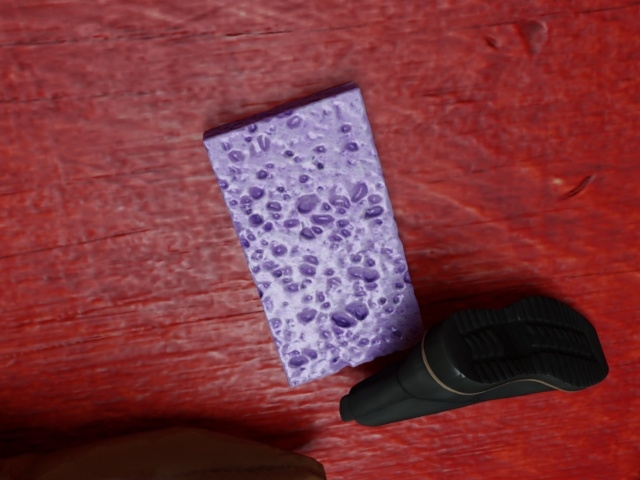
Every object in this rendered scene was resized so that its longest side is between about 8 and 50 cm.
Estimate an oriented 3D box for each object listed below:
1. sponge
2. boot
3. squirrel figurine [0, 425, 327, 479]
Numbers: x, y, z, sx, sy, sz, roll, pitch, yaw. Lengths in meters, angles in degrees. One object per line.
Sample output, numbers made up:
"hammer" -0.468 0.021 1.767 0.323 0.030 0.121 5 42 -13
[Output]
"sponge" 0.000 0.000 0.549 0.117 0.031 0.210 -18 110 0
"boot" 0.123 0.104 0.588 0.198 0.076 0.137 9 146 -34
"squirrel figurine" -0.221 0.345 0.557 0.397 0.281 0.370 15 118 3
